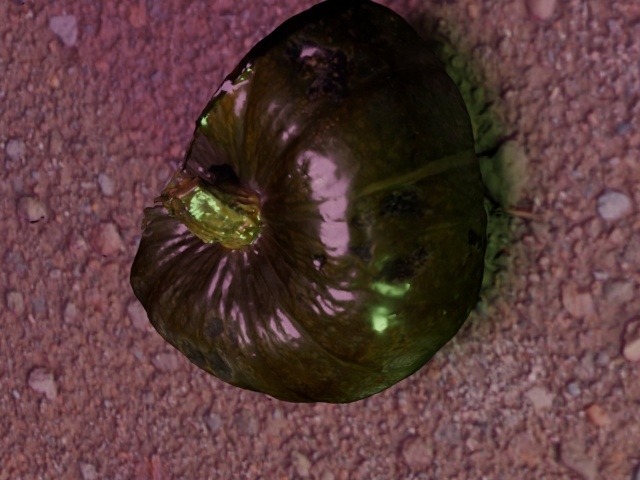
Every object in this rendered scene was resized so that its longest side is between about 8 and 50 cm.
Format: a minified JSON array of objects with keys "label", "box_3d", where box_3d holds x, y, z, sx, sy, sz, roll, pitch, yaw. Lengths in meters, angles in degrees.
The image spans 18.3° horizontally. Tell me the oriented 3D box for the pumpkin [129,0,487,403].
[{"label":"pumpkin","box_3d":[0.000,0.000,1.490,0.232,0.242,0.325,49,130,29]}]
